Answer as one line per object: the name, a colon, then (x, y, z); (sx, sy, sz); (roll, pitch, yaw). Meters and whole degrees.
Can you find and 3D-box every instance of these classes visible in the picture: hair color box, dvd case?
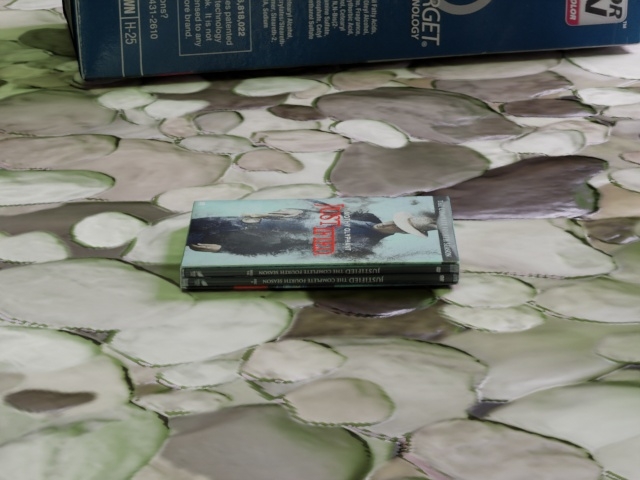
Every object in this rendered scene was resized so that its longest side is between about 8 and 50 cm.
hair color box: (0.013, -0.179, 1.176); (0.347, 0.105, 0.174); (-5, 21, -9)
dvd case: (0.000, 0.000, 0.832); (0.119, 0.013, 0.087); (0, 21, 1)
